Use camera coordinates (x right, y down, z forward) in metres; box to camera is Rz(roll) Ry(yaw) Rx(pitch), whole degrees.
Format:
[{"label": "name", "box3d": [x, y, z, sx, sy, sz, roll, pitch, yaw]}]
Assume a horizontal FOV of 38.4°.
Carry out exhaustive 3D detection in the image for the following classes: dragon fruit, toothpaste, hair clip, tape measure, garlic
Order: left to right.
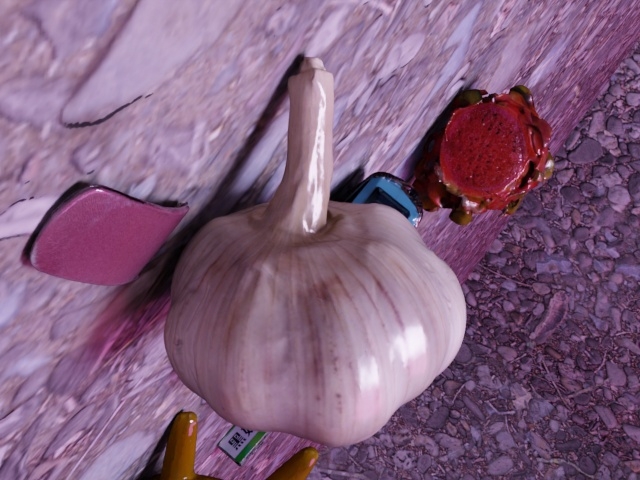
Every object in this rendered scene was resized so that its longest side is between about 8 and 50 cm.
[{"label": "hair clip", "box3d": [-0.103, -0.002, 0.488, 0.054, 0.022, 0.137, -49, 168, 7]}, {"label": "toothpaste", "box3d": [-0.067, 0.232, 1.276, 0.178, 0.043, 0.037, -47, 167, -18]}, {"label": "garlic", "box3d": [0.000, 0.000, 0.581, 0.199, 0.199, 0.226, -34, 133, -54]}, {"label": "tape measure", "box3d": [0.035, -0.001, 0.869, 0.146, 0.081, 0.125, -51, 179, 10]}, {"label": "dragon fruit", "box3d": [0.173, -0.085, 1.045, 0.150, 0.133, 0.207, -9, 161, -34]}]

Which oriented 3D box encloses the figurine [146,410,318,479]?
[{"label": "figurine", "box3d": [-0.120, 0.396, 0.884, 0.400, 0.268, 0.387, -22, -141, 25]}]
